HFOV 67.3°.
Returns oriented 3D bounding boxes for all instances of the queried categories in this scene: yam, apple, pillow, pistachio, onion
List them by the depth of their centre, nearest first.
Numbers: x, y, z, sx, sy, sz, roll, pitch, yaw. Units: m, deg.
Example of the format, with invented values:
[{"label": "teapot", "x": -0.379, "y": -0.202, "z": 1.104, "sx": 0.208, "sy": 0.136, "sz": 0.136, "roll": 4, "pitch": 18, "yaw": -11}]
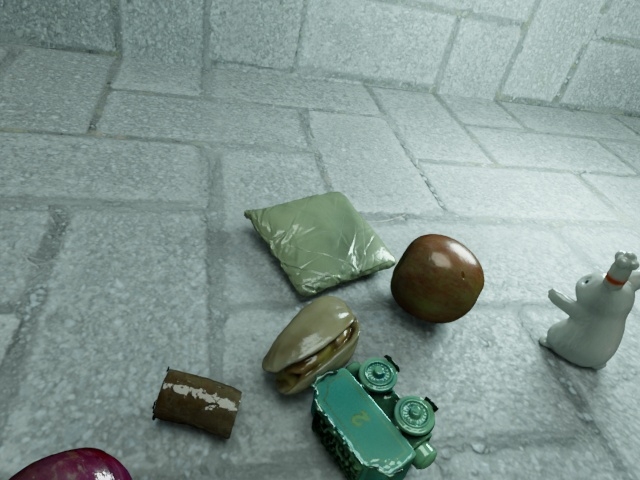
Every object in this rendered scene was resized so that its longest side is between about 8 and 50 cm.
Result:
[{"label": "onion", "x": -0.299, "y": 0.327, "z": 0.549, "sx": 0.154, "sy": 0.177, "sz": 0.177, "roll": 7, "pitch": 28, "yaw": 38}, {"label": "yam", "x": -0.191, "y": 0.256, "z": 0.756, "sx": 0.127, "sy": 0.084, "sz": 0.084, "roll": 17, "pitch": 37, "yaw": -2}, {"label": "pistachio", "x": -0.009, "y": 0.185, "z": 0.866, "sx": 0.152, "sy": 0.126, "sz": 0.223, "roll": -15, "pitch": 17, "yaw": 38}, {"label": "apple", "x": 0.247, "y": 0.083, "z": 1.021, "sx": 0.174, "sy": 0.188, "sz": 0.188, "roll": 31, "pitch": 40, "yaw": 6}, {"label": "pillow", "x": 0.000, "y": -0.001, "z": 1.144, "sx": 0.275, "sy": 0.076, "sz": 0.280, "roll": -17, "pitch": 53, "yaw": -30}]

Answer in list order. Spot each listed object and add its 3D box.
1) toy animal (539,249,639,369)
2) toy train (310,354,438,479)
[{"label": "toy animal", "x": 0.574, "y": 0.127, "z": 1.002, "sx": 0.141, "sy": 0.282, "sz": 0.138, "roll": -6, "pitch": 26, "yaw": -26}, {"label": "toy train", "x": 0.081, "y": 0.290, "z": 0.771, "sx": 0.163, "sy": 0.112, "sz": 0.203, "roll": -23, "pitch": 48, "yaw": -28}]
